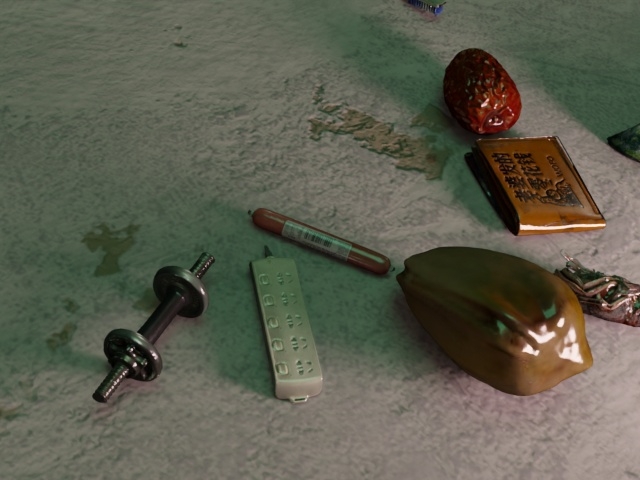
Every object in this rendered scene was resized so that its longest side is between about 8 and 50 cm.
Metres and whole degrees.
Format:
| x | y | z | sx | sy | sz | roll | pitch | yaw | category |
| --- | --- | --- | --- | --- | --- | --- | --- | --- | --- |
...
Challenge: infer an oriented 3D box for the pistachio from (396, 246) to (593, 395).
| x | y | z | sx | sy | sz | roll | pitch | yaw | category |
| --- | --- | --- | --- | --- | --- | --- | --- | --- | --- |
| 0.221 | 0.091 | 1.212 | 0.213 | 0.162 | 0.260 | 26 | 9 | -43 | pistachio |

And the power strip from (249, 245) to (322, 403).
| x | y | z | sx | sy | sz | roll | pitch | yaw | category |
| --- | --- | --- | --- | --- | --- | --- | --- | --- | --- |
| -0.049 | 0.097 | 1.226 | 0.060 | 0.027 | 0.252 | -3 | 49 | -14 | power strip |

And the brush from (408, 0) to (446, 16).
| x | y | z | sx | sy | sz | roll | pitch | yaw | category |
| --- | --- | --- | --- | --- | --- | --- | --- | --- | --- |
| 0.163 | -0.469 | 1.796 | 0.033 | 0.030 | 0.178 | -37 | 53 | -28 | brush |

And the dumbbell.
| x | y | z | sx | sy | sz | roll | pitch | yaw | category |
| --- | --- | --- | --- | --- | --- | --- | --- | --- | --- |
| -0.198 | 0.100 | 1.155 | 0.082 | 0.081 | 0.254 | 24 | 47 | 10 | dumbbell |

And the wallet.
| x | y | z | sx | sy | sz | roll | pitch | yaw | category |
| --- | --- | --- | --- | --- | --- | --- | --- | --- | --- |
| 0.331 | -0.088 | 1.466 | 0.161 | 0.042 | 0.195 | -6 | 49 | -17 | wallet |

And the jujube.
| x | y | z | sx | sy | sz | roll | pitch | yaw | category |
| --- | --- | --- | --- | --- | --- | --- | --- | --- | --- |
| 0.261 | -0.245 | 1.560 | 0.112 | 0.109 | 0.176 | 32 | 27 | -33 | jujube |

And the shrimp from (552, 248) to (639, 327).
| x | y | z | sx | sy | sz | roll | pitch | yaw | category |
| --- | --- | --- | --- | --- | --- | --- | --- | --- | --- |
| 0.380 | 0.068 | 1.317 | 0.190 | 0.075 | 0.073 | 18 | 78 | 19 | shrimp |

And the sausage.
| x | y | z | sx | sy | sz | roll | pitch | yaw | category |
| --- | --- | --- | --- | --- | --- | --- | --- | --- | --- |
| 0.000 | 0.000 | 1.323 | 0.223 | 0.029 | 0.029 | 22 | 47 | 8 | sausage |

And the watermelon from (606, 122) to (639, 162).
| x | y | z | sx | sy | sz | roll | pitch | yaw | category |
| --- | --- | --- | --- | --- | --- | --- | --- | --- | --- |
| 0.592 | -0.162 | 1.591 | 0.207 | 0.136 | 0.202 | -4 | 2 | 21 | watermelon |
